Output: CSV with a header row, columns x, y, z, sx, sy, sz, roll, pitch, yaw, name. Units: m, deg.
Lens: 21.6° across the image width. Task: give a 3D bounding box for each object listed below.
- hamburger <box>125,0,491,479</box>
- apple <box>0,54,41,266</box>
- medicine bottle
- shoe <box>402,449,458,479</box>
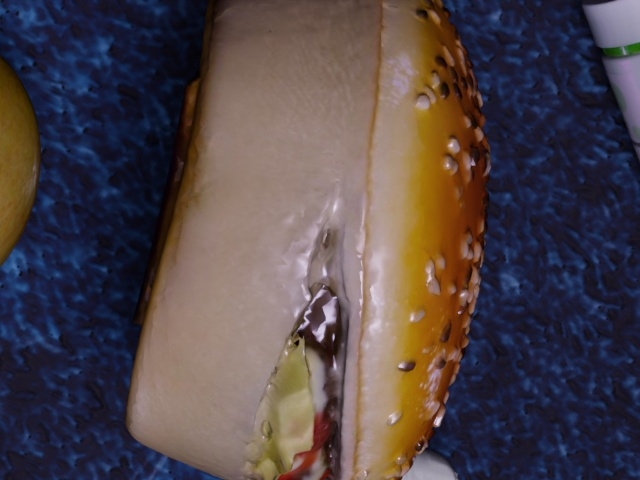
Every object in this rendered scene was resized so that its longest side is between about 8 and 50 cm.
x,y,z,sx,sy,sz,roll,pitch,yaw,name
0.000,0.000,0.907,0.176,0.300,0.300,11,99,-1,hamburger
-0.242,-0.046,0.909,0.182,0.182,0.155,17,68,-14,apple
0.230,-0.077,1.031,0.086,0.086,0.183,-24,105,-5,medicine bottle
-0.045,0.284,1.033,0.160,0.132,0.363,18,93,-14,shoe
